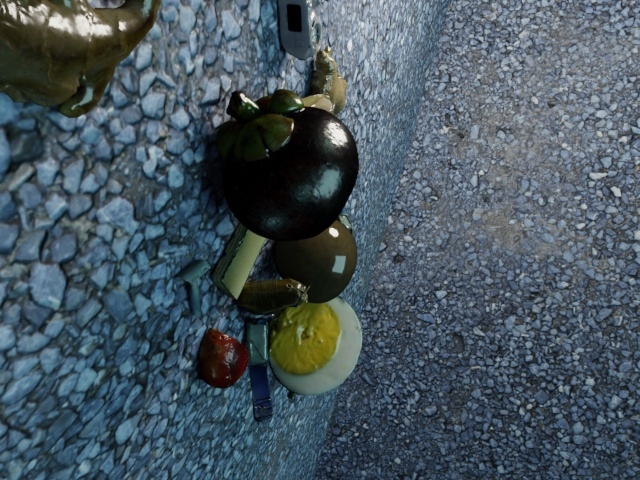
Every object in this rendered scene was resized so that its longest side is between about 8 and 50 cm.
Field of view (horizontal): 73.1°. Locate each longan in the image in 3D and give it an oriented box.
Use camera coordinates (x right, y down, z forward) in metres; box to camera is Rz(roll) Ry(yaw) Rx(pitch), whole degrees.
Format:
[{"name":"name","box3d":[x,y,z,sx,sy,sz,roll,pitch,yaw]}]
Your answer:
[{"name":"longan","box3d":[-0.015,0.052,1.255,0.258,0.257,0.258,17,90,-72]}]

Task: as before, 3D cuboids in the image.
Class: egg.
[{"name":"egg","box3d":[-0.033,0.315,1.427,0.201,0.336,0.338,-168,-84,-78]}]

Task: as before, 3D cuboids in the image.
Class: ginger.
[{"name":"ginger","box3d":[0.022,-0.428,1.209,0.213,0.074,0.138,41,62,-75]},{"name":"ginger","box3d":[-0.302,-0.206,0.452,0.166,0.080,0.333,-65,174,28]}]

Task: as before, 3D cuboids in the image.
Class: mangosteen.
[{"name":"mangosteen","box3d":[-0.076,-0.146,0.886,0.300,0.300,0.301,17,90,-72]}]

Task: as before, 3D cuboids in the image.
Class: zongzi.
[{"name":"zongzi","box3d":[-0.114,0.165,1.180,0.184,0.187,0.084,74,15,-62]}]

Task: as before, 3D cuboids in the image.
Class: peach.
[{"name":"peach","box3d":[-0.234,0.292,1.070,0.127,0.092,0.172,-47,151,-48]}]

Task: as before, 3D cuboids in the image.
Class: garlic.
[{"name":"garlic","box3d":[-0.029,-0.312,1.112,0.195,0.086,0.102,-31,142,-44]}]

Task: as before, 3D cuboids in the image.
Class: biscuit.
[{"name":"biscuit","box3d":[-0.190,0.033,1.052,0.121,0.040,0.200,70,39,-58]}]

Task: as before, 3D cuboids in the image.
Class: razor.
[{"name":"razor","box3d":[-0.267,0.109,0.912,0.068,0.040,0.135,-50,158,-49]}]

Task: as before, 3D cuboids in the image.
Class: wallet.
[{"name":"wallet","box3d":[0.072,-0.051,1.555,0.202,0.059,0.141,-106,-168,-50]}]

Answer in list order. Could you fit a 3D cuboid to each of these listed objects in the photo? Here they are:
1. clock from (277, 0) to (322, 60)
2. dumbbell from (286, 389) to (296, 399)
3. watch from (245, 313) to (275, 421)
[{"name":"clock","box3d":[-0.034,-0.501,0.965,0.117,0.079,0.176,-56,154,-44]},{"name":"dumbbell","box3d":[-0.029,0.403,1.640,0.179,0.179,0.407,75,36,-59]},{"name":"watch","box3d":[-0.161,0.268,1.122,0.274,0.068,0.277,-122,-146,-72]}]
